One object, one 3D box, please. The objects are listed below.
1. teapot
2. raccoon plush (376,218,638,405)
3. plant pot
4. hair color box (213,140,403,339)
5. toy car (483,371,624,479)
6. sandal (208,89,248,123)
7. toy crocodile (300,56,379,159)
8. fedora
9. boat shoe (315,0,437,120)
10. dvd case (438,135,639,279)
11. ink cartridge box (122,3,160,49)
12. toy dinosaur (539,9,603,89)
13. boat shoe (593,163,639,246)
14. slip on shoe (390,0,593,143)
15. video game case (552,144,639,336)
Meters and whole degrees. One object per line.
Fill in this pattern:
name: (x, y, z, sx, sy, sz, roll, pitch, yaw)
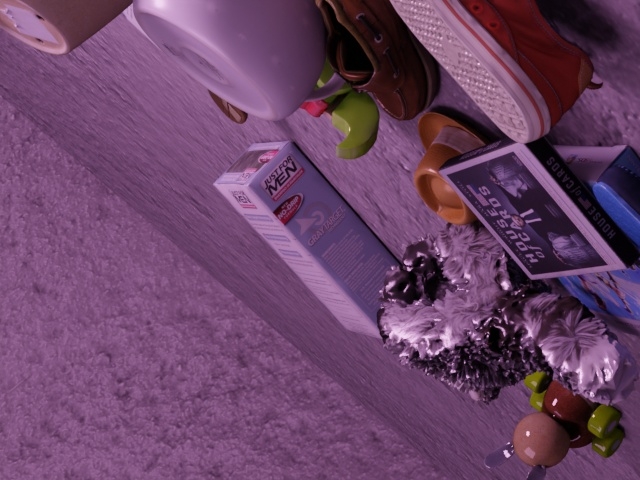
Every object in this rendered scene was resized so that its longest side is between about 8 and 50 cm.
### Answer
teapot: (-0.078, -0.272, 1.593, 0.252, 0.187, 0.256, 36, 171, 3)
raccoon plush: (0.264, 0.166, 1.788, 0.299, 0.216, 0.446, 42, -177, -43)
plant pot: (-0.283, -0.367, 1.616, 0.256, 0.274, 0.256, 25, 163, 8)
hair color box: (0.000, 0.000, 2.346, 0.374, 0.113, 0.185, 47, 165, -18)
toy car: (0.352, 0.312, 2.117, 0.155, 0.188, 0.149, 35, 164, 32)
sandal: (-0.162, -0.269, 2.161, 0.180, 0.049, 0.072, 57, 162, 7)
toy crocodile: (-0.047, -0.247, 1.769, 0.340, 0.105, 0.115, 44, 166, -1)
fedora: (0.173, -0.075, 1.712, 0.194, 0.079, 0.194, 41, 166, 12)
boat shoe: (0.053, -0.223, 1.558, 0.110, 0.104, 0.307, 36, 164, 29)
dvd case: (0.237, -0.035, 1.512, 0.179, 0.029, 0.238, 49, 164, -7)
ink cartridge box: (-0.274, -0.396, 2.004, 0.208, 0.087, 0.153, 43, 166, 4)
toy dinosaur: (0.224, -0.183, 1.343, 0.090, 0.047, 0.082, 42, -171, -40)
boat shoe: (0.388, 0.004, 1.346, 0.258, 0.089, 0.109, 39, 179, -3)
slip on shoe: (0.137, -0.241, 1.301, 0.331, 0.101, 0.123, 53, 169, 19)
video game case: (0.331, 0.005, 1.549, 0.269, 0.061, 0.244, 49, 164, -20)
